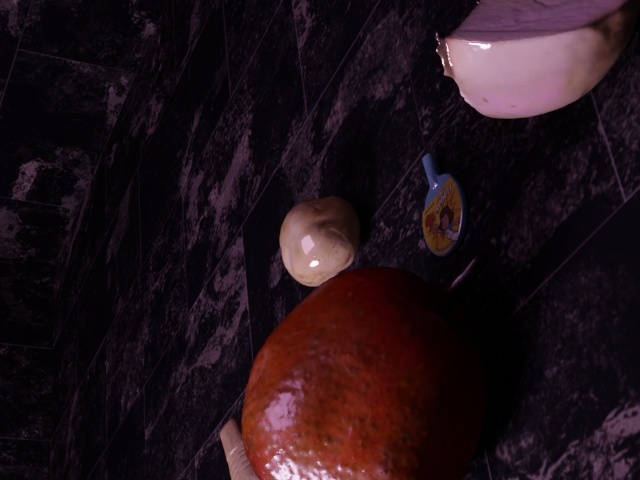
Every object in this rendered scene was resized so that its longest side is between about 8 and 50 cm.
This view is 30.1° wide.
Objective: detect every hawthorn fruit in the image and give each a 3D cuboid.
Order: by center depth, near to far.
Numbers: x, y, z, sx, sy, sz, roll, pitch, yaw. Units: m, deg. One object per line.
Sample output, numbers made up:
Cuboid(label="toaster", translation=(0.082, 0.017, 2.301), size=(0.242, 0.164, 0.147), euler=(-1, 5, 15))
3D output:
Cuboid(label="hawthorn fruit", translation=(0.080, 0.160, 1.381), size=(0.369, 0.285, 0.285), euler=(-52, 29, 9))

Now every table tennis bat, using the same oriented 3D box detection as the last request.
Cuboid(label="table tennis bat", translation=(0.158, -0.050, 1.559), size=(0.100, 0.019, 0.155), euler=(124, 145, -47))

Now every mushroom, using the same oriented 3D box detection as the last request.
Cuboid(label="mushroom", translation=(0.262, -0.210, 1.261), size=(0.236, 0.173, 0.162), euler=(-53, -40, -34))
Cuboid(label="mushroom", translation=(0.000, 0.000, 1.795), size=(0.148, 0.112, 0.148), euler=(-31, 54, 59))

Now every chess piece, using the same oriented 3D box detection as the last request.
Cuboid(label="chess piece", translation=(-0.078, 0.386, 1.810), size=(0.301, 0.137, 0.137), euler=(-122, 46, -57))
